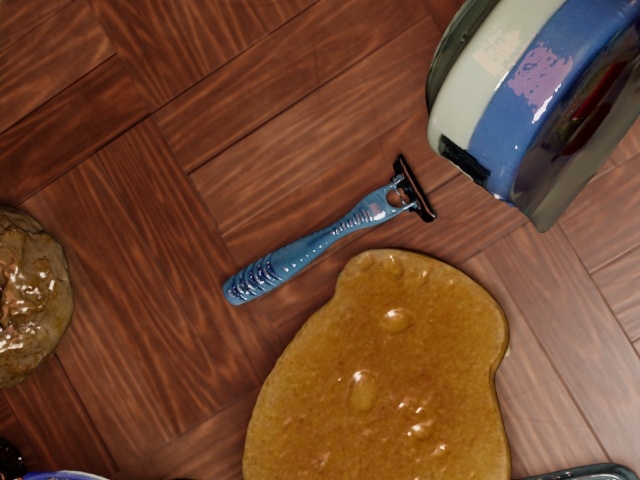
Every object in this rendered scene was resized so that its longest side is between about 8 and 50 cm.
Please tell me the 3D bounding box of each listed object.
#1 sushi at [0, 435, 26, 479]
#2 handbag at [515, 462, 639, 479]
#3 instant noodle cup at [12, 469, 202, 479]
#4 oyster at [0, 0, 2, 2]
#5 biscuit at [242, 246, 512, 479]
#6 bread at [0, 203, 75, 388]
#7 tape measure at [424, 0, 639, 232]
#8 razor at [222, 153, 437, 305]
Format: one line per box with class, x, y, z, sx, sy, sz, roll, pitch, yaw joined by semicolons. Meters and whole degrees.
sushi;-0.391;0.281;1.796;0.094;0.084;0.098;-40;84;9
handbag;0.238;0.337;1.627;0.229;0.062;0.179;-15;89;16
instant noodle cup;-0.197;0.362;1.620;0.284;0.312;0.284;0;89;17
oyster;-0.551;-0.265;1.815;0.361;0.096;0.221;28;55;7
biscuit;0.080;0.184;1.636;0.287;0.057;0.344;27;80;20
bread;-0.399;0.064;1.780;0.230;0.123;0.230;0;90;19
tape measure;0.219;-0.160;1.538;0.138;0.262;0.259;39;100;23
razor;0.000;0.000;1.704;0.253;0.042;0.082;-30;82;15
